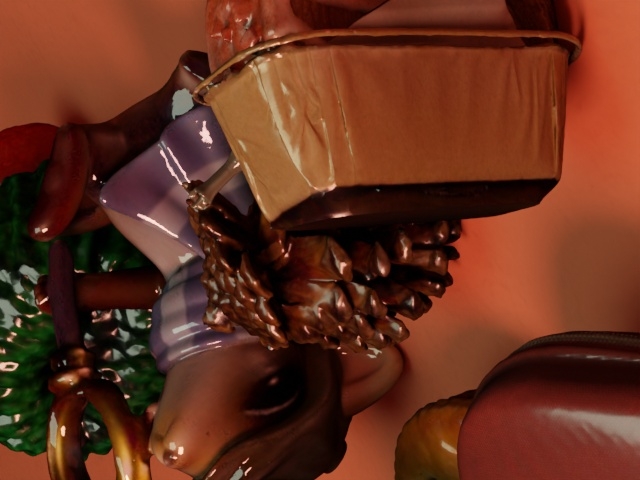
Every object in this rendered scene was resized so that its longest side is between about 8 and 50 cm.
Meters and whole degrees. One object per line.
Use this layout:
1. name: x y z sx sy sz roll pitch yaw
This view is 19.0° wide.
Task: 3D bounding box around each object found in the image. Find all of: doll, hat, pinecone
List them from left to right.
1. hat: -0.238 0.019 1.791 0.274 0.242 0.332 -52 34 23
2. doll: -0.103 0.046 1.488 0.318 0.209 0.340 -25 88 32
3. pinecone: -0.002 0.003 1.318 0.179 0.195 0.150 85 -169 -79

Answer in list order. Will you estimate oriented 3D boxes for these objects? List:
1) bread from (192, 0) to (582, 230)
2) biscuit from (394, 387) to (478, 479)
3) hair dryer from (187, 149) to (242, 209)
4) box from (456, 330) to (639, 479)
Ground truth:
1. bread: 0.041 -0.115 1.087 0.142 0.224 0.212 -23 73 59
2. biscuit: 0.143 0.196 1.311 0.220 0.066 0.220 30 137 33
3. hair dryer: -0.018 -0.095 1.250 0.100 0.197 0.057 44 177 36
4. box: 0.224 0.236 1.127 0.263 0.108 0.404 3 117 43
